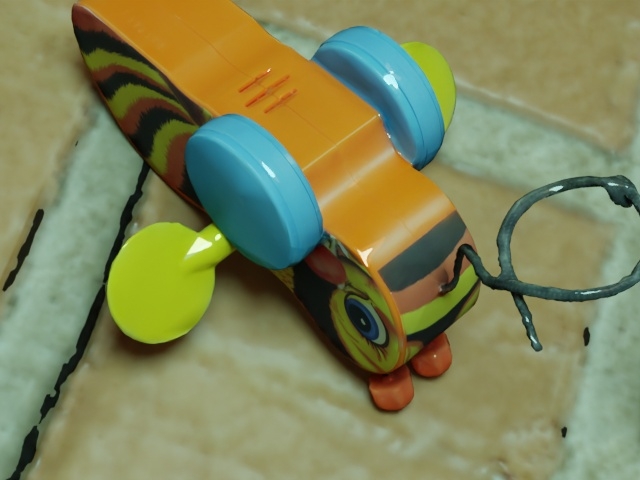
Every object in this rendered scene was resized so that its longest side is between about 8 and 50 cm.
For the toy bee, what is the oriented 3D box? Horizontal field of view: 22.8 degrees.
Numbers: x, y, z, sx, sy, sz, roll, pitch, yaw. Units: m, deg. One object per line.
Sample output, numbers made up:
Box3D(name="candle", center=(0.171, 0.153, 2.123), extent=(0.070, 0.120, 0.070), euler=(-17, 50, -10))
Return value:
Box3D(name="toy bee", center=(0.000, 0.000, 0.701), extent=(0.195, 0.162, 0.298), euler=(-20, 46, -11))
